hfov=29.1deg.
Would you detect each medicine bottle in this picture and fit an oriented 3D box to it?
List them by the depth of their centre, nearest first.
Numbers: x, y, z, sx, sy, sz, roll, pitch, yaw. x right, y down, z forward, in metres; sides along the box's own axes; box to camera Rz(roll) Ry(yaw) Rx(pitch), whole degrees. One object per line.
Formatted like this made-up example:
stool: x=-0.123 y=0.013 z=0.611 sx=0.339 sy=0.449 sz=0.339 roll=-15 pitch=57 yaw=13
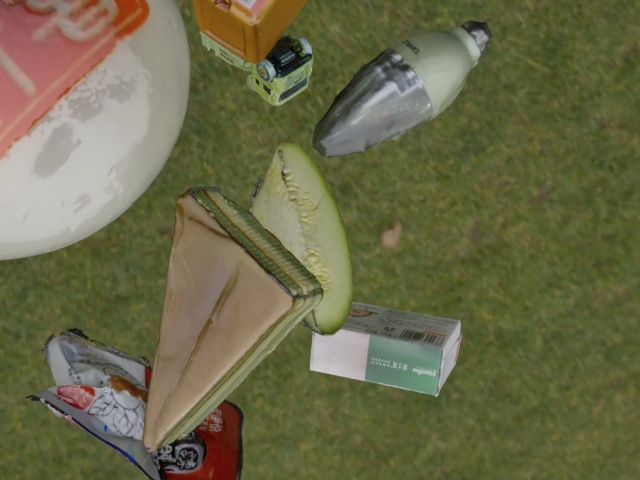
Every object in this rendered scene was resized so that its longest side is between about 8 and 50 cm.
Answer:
medicine bottle: x=-0.066 y=-0.363 z=1.625 sx=0.222 sy=0.112 sz=0.149 roll=-55 pitch=173 yaw=-14

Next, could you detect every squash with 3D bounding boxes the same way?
squash: x=0.000 y=0.000 z=1.657 sx=0.093 sy=0.252 sz=0.169 roll=7 pitch=116 yaw=-38

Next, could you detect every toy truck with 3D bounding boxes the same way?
toy truck: x=-0.099 y=-0.276 z=1.825 sx=0.085 sy=0.191 sz=0.116 roll=-38 pitch=155 yaw=-25

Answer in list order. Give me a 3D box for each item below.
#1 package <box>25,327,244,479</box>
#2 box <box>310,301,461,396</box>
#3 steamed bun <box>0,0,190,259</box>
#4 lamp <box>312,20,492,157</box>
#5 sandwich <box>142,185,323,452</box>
package: x=-0.215 y=0.207 z=1.462 sx=0.269 sy=0.194 sz=0.071 roll=31 pitch=126 yaw=-18
box: x=0.097 y=0.153 z=1.810 sx=0.199 sy=0.135 sz=0.081 roll=12 pitch=107 yaw=15
steamed bun: x=-0.297 y=-0.173 z=1.090 sx=0.374 sy=0.374 sz=0.241 roll=-4 pitch=158 yaw=-16
lamp: x=0.095 y=-0.178 z=1.441 sx=0.250 sy=0.101 sz=0.101 roll=-34 pitch=131 yaw=-11
sandwich: x=-0.096 y=0.057 z=0.898 sx=0.163 sy=0.113 sz=0.079 roll=-47 pitch=168 yaw=14
